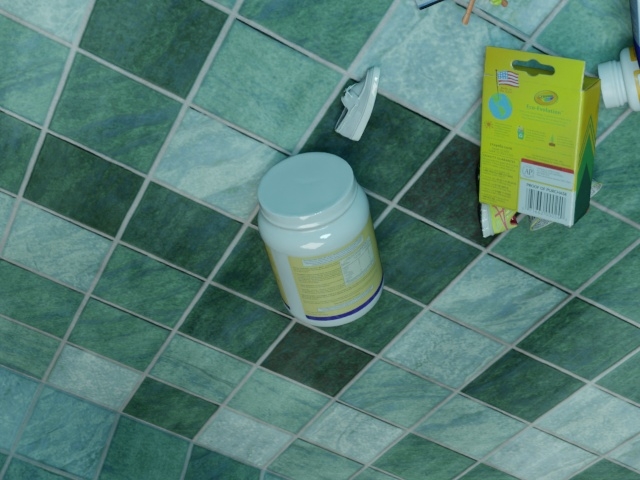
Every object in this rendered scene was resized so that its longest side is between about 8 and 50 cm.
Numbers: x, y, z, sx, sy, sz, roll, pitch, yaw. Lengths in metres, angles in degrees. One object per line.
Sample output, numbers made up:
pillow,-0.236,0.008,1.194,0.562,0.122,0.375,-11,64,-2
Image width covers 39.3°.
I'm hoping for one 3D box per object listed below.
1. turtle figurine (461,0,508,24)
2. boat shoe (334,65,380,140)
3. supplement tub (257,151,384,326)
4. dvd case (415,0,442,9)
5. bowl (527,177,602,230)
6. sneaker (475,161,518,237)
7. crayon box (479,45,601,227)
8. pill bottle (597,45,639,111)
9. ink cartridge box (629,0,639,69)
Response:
turtle figurine,0.347,-0.472,1.483,0.217,0.087,0.270,13,108,-11
boat shoe,0.072,-0.275,1.776,0.063,0.066,0.184,15,146,-5
supplement tub,0.000,0.000,1.938,0.241,0.241,0.331,-2,135,14
dvd case,0.197,-0.527,1.516,0.180,0.022,0.253,-17,129,25
bowl,0.481,-0.099,1.831,0.170,0.170,0.080,-43,71,40
sneaker,0.378,-0.095,1.888,0.094,0.081,0.208,-7,139,7
crayon box,0.404,-0.203,1.665,0.202,0.081,0.319,19,126,34
pill bottle,0.610,-0.299,1.593,0.215,0.117,0.117,-10,132,22
ink cartridge box,0.617,-0.419,1.384,0.270,0.151,0.396,-5,118,18
